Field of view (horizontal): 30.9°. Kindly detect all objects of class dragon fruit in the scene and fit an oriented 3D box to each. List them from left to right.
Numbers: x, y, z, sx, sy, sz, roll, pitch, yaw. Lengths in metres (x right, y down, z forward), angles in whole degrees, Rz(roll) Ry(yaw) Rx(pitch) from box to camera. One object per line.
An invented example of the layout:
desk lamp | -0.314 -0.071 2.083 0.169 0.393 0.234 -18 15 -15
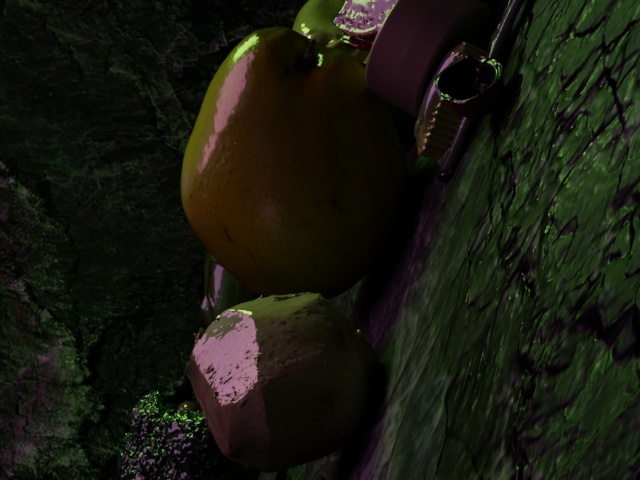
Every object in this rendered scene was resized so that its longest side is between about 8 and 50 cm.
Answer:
dragon fruit | 0.134 -0.322 1.426 0.261 0.163 0.189 -55 16 17

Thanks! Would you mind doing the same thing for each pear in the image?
pear | -0.037 -0.085 1.418 0.336 0.285 0.284 60 -144 -43

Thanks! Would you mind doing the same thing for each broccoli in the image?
broccoli | -0.140 0.291 1.555 0.269 0.254 0.269 -41 -4 -3

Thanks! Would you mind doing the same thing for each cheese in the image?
cheese | 0.062 -0.285 1.695 0.117 0.214 0.226 112 169 -47

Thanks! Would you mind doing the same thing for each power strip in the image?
power strip | 0.123 -0.216 1.295 0.154 0.078 0.154 -47 -21 -24

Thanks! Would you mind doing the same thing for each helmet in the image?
helmet | 0.156 -0.146 1.150 0.065 0.049 0.084 -38 35 -4

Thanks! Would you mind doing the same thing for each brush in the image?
brush | 0.164 -0.203 1.219 0.068 0.060 0.296 -79 12 -71

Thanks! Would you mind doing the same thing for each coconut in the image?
coconut | -0.030 0.144 1.211 0.194 0.194 0.194 -159 90 -84

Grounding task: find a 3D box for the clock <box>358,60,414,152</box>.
clock | 0.020 -0.178 1.615 0.226 0.226 0.049 123 168 -62

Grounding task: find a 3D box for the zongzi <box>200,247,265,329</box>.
zongzi | -0.116 -0.042 2.092 0.432 0.208 0.403 86 -160 -62

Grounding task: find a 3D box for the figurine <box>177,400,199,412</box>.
figurine | -0.158 0.330 1.877 0.194 0.133 0.274 48 131 34
